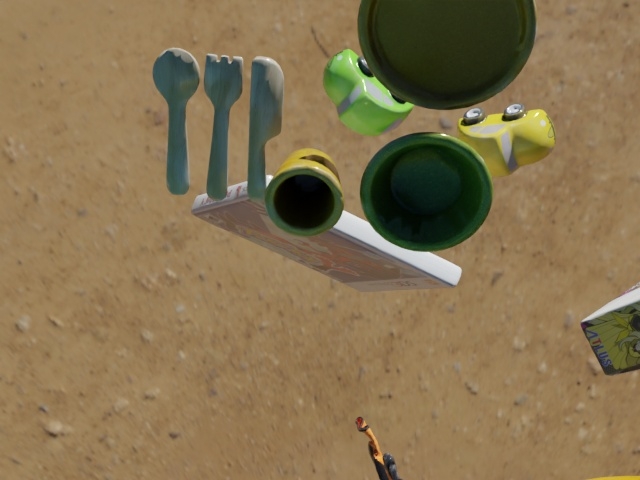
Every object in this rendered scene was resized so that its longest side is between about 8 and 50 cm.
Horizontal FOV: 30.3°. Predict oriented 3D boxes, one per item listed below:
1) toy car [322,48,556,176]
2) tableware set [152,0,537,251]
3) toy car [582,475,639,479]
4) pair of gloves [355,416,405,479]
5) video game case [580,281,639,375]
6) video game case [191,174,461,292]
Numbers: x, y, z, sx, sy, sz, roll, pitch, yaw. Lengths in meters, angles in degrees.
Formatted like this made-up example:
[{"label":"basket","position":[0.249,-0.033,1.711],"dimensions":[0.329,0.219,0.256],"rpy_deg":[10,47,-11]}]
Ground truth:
[{"label":"toy car","position":[0.088,-0.101,1.205],"dimensions":[0.225,0.239,0.053],"rpy_deg":[39,43,-11]},{"label":"tableware set","position":[0.007,-0.067,0.306],"dimensions":[0.104,0.154,0.024],"rpy_deg":[6,28,1]},{"label":"toy car","position":[0.133,0.141,0.419],"dimensions":[0.159,0.182,0.136],"rpy_deg":[-15,87,-21]},{"label":"pair of gloves","position":[0.045,0.150,0.715],"dimensions":[0.010,0.083,0.074],"rpy_deg":[-28,110,-7]},{"label":"video game case","position":[0.288,-0.010,0.659],"dimensions":[0.232,0.210,0.041],"rpy_deg":[-26,87,-39]},{"label":"video game case","position":[0.000,0.000,1.079],"dimensions":[0.201,0.183,0.023],"rpy_deg":[26,76,-21]}]
